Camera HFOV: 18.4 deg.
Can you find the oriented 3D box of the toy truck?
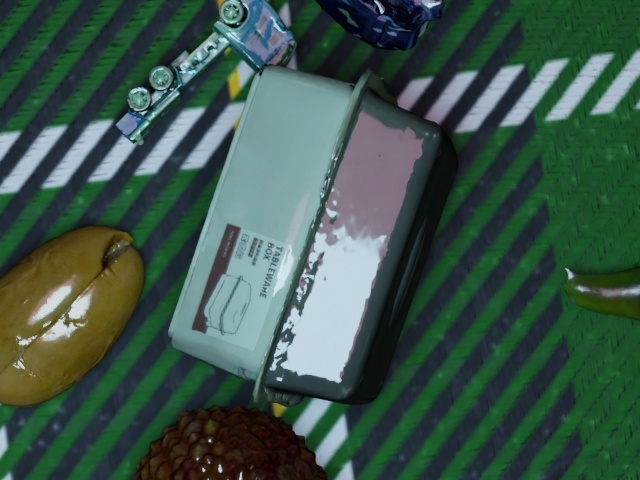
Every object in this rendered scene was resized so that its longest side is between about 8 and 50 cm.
[{"bbox_3d":[-0.099,-0.141,1.748,0.175,0.067,0.081,-43,91,-3],"label":"toy truck"}]

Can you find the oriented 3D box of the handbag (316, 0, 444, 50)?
[{"bbox_3d":[0.011,-0.278,1.713,0.113,0.162,0.260,-41,87,-2],"label":"handbag"}]

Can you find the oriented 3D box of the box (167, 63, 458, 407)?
[{"bbox_3d":[0.000,0.000,1.674,0.166,0.220,0.290,19,88,11],"label":"box"}]

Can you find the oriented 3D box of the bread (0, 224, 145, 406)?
[{"bbox_3d":[-0.233,0.064,1.732,0.114,0.077,0.189,44,89,4],"label":"bread"}]

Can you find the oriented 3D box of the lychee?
[{"bbox_3d":[-0.073,0.231,1.687,0.188,0.188,0.188,0,87,-2],"label":"lychee"}]

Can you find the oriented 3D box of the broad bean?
[{"bbox_3d":[0.361,0.056,1.771,0.297,0.043,0.060,11,97,-3],"label":"broad bean"}]
